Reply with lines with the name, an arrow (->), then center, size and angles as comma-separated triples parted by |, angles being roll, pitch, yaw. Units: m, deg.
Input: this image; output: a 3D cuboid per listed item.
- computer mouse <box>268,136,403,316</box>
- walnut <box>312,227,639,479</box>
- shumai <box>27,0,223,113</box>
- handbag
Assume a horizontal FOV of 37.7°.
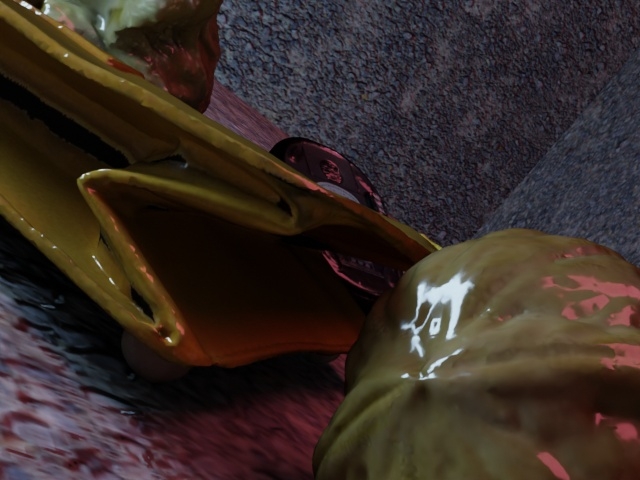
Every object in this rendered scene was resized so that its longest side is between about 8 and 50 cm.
computer mouse -> 0.000, 0.000, 0.918 | 0.137, 0.096, 0.233 | 17, 39, -26
walnut -> 0.106, 0.103, 0.454 | 0.228, 0.228, 0.228 | 40, 7, -6
shumai -> -0.177, -0.244, 0.885 | 0.314, 0.262, 0.267 | 35, 9, -47
handbag -> -0.081, -0.029, 0.623 | 0.283, 0.133, 0.401 | 37, 6, 16
